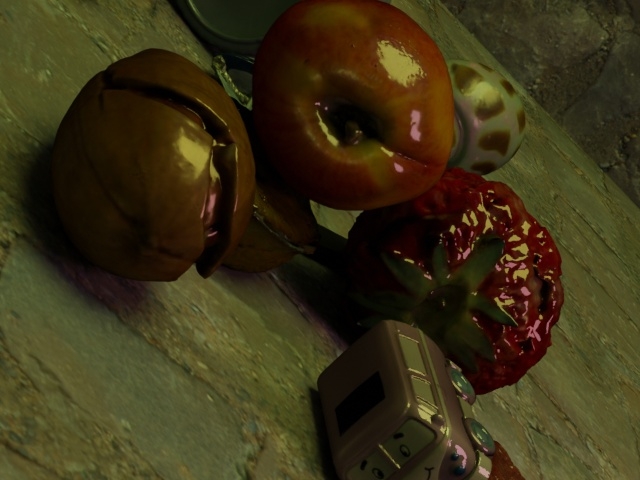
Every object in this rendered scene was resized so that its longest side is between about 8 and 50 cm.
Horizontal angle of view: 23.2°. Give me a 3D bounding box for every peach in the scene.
[{"bbox_3d":[0.041,-0.162,1.834,0.281,0.238,0.281,38,14,-11],"label":"peach"}]

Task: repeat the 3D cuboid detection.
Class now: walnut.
[{"bbox_3d":[-0.173,-0.090,1.574,0.209,0.209,0.336,38,15,-31],"label":"walnut"}]

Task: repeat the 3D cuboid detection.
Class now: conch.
[{"bbox_3d":[0.225,-0.212,2.690,0.249,0.197,0.368,16,-2,41],"label":"conch"}]

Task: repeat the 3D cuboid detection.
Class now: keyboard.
[{"bbox_3d":[0.000,0.001,2.047,0.231,0.023,0.072,27,23,-50],"label":"keyboard"}]

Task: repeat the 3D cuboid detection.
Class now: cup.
[{"bbox_3d":[-0.064,-0.369,2.332,0.257,0.331,0.311,19,14,17],"label":"cup"}]

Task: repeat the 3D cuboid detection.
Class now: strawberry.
[{"bbox_3d":[0.171,0.038,1.972,0.292,0.292,0.310,46,35,-11],"label":"strawberry"}]

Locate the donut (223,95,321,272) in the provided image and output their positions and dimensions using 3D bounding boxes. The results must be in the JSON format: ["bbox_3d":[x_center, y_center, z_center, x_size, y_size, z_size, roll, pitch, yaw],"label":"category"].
[{"bbox_3d":[-0.115,-0.071,1.816,0.272,0.107,0.272,48,19,-23],"label":"donut"}]

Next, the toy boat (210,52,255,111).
[{"bbox_3d":[-0.089,-0.171,2.103,0.210,0.070,0.291,51,22,10],"label":"toy boat"}]

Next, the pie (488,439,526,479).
[{"bbox_3d":[0.206,0.297,1.908,0.182,0.049,0.182,41,22,-21],"label":"pie"}]

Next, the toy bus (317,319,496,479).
[{"bbox_3d":[0.087,0.202,1.682,0.142,0.142,0.202,39,20,-29],"label":"toy bus"}]
